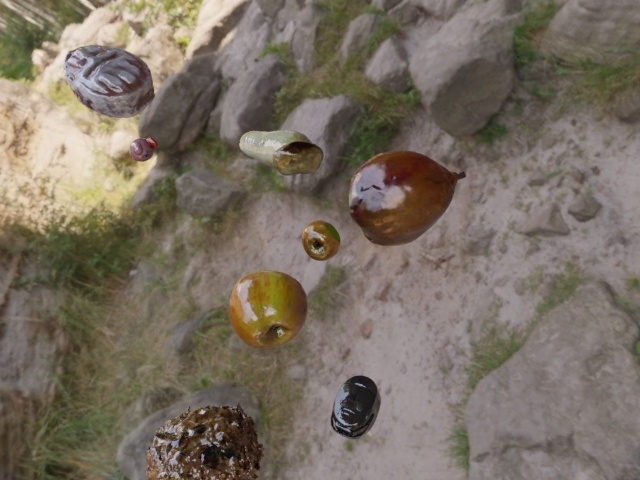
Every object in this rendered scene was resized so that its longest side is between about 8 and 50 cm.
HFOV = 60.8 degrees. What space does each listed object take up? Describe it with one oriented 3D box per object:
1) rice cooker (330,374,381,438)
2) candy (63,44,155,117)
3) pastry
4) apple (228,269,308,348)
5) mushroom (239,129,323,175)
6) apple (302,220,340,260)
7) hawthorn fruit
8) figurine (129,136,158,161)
[{"bbox_3d":[0.096,0.443,1.448,0.112,0.106,0.165,16,67,27],"label":"rice cooker"},{"bbox_3d":[-0.653,-0.494,1.698,0.214,0.290,0.157,-52,-16,-28],"label":"candy"},{"bbox_3d":[-0.259,0.500,1.250,0.275,0.275,0.192,-150,48,-66],"label":"pastry"},{"bbox_3d":[-0.187,0.255,1.944,0.301,0.302,0.301,-45,29,35],"label":"apple"},{"bbox_3d":[-0.089,-0.192,1.127,0.312,0.100,0.081,-146,59,-63],"label":"mushroom"},{"bbox_3d":[0.000,0.000,1.501,0.099,0.114,0.102,-39,10,24],"label":"apple"},{"bbox_3d":[0.243,-0.127,1.670,0.325,0.308,0.308,11,73,32],"label":"hawthorn fruit"},{"bbox_3d":[-0.511,-0.259,1.563,0.071,0.067,0.083,-48,-3,-24],"label":"figurine"}]
